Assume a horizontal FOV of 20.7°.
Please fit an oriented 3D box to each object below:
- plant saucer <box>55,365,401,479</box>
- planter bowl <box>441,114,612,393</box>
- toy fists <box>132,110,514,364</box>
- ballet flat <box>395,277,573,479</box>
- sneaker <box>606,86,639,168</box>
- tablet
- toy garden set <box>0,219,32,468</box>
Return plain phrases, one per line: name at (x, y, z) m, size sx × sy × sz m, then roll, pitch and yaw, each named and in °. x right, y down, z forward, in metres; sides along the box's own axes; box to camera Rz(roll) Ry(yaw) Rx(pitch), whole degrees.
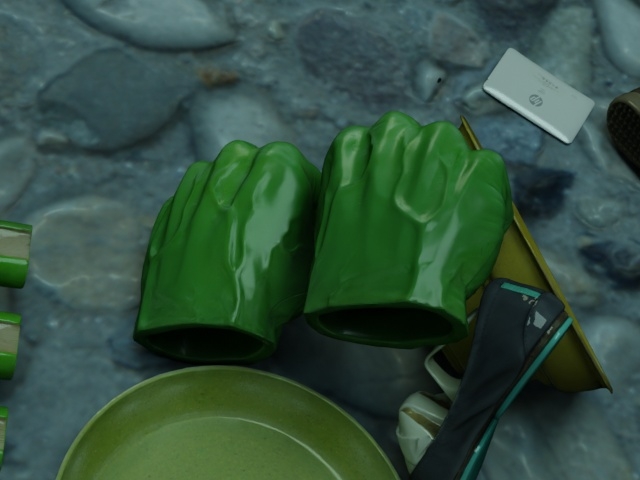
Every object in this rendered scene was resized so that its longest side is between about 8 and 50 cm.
plant saucer at (-0.056, 0.195, 1.110) m, size 0.241 × 0.037 × 0.241 m, roll 9°, pitch 57°, yaw -14°
planter bowl at (0.111, 0.029, 1.209) m, size 0.090 × 0.217 × 0.217 m, roll -28°, pitch 67°, yaw 7°
toy fists at (0.000, 0.000, 1.133) m, size 0.096 × 0.279 × 0.142 m, roll 32°, pitch 60°, yaw -43°
ballet flat at (0.092, 0.104, 1.127) m, size 0.074 × 0.203 × 0.074 m, roll 17°, pitch 33°, yaw -12°
sneaker at (0.304, -0.049, 1.365) m, size 0.071 × 0.066 × 0.188 m, roll -23°, pitch 70°, yaw -30°
tablet at (0.175, -0.116, 1.398) m, size 0.083 × 0.006 × 0.054 m, roll 33°, pitch 55°, yaw 3°
toy garden set at (-0.287, 0.071, 1.061) m, size 0.204 × 0.049 × 0.244 m, roll 10°, pitch 57°, yaw -13°
